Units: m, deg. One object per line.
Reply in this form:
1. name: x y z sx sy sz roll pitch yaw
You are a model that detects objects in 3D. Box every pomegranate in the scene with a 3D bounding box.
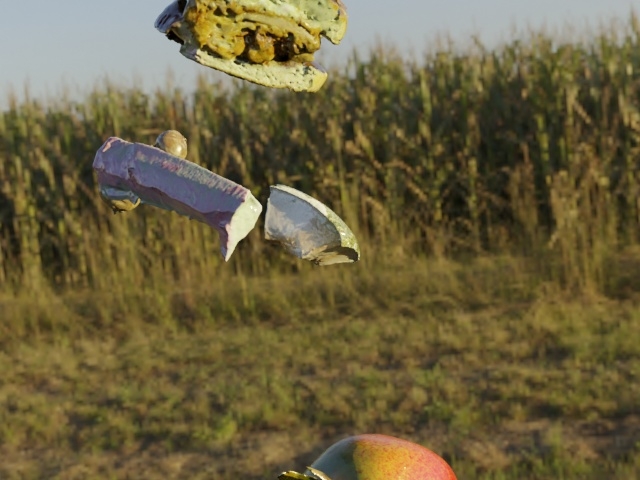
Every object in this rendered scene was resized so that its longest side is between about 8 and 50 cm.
1. pomegranate: 0.052 0.330 1.216 0.257 0.220 0.221 32 -19 -35

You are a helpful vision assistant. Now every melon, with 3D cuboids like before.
1. melon: 0.004 -0.002 1.592 0.202 0.093 0.139 35 -8 -34

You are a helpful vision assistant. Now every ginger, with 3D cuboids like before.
1. ginger: -0.343 -0.137 2.045 0.204 0.104 0.080 -37 32 -14

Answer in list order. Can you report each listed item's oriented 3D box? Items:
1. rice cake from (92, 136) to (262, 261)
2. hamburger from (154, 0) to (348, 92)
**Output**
1. rice cake: -0.173 -0.057 1.182 0.290 0.081 0.051 25 -2 44
2. hamburger: -0.127 -0.385 1.822 0.318 0.195 0.277 14 16 -17
